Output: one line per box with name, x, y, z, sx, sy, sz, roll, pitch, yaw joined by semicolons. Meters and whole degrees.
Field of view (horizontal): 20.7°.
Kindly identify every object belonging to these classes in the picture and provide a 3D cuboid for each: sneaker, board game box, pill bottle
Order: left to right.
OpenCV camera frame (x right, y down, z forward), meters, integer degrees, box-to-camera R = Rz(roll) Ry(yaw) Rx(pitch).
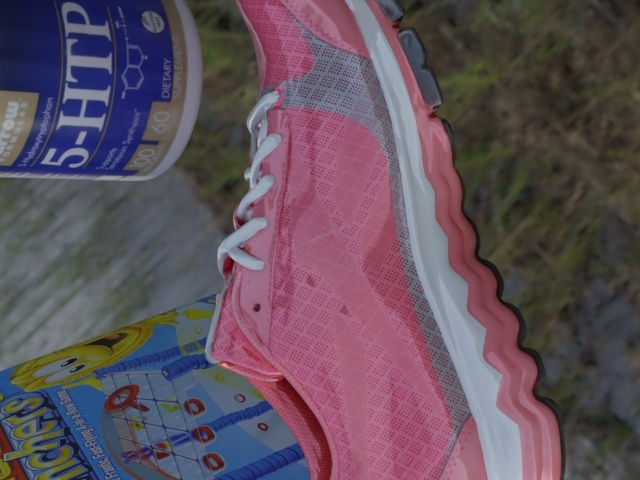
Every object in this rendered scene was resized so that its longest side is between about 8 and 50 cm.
pill bottle;-0.165;-0.087;0.891;0.112;0.187;0.112;1;91;54
board game box;-0.068;0.134;0.991;0.308;0.302;0.086;-143;37;-64
sneaker;0.000;0.000;0.808;0.116;0.136;0.313;120;130;-76
